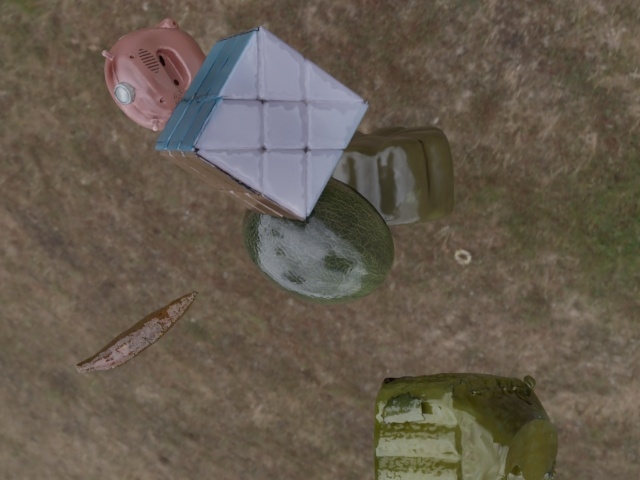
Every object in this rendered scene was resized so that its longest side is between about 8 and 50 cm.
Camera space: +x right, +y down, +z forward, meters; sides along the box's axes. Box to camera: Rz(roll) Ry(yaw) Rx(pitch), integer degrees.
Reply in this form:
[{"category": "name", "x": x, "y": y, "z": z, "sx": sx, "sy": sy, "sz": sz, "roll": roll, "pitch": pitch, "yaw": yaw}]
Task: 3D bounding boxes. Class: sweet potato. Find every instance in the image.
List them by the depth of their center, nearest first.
[{"category": "sweet potato", "x": -0.397, "y": 0.214, "z": 1.919, "sx": 0.072, "sy": 0.314, "sz": 0.066, "roll": 56, "pitch": 178, "yaw": 30}]

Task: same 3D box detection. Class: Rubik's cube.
[{"category": "Rubik's cube", "x": -0.099, "y": -0.185, "z": 1.391, "sx": 0.221, "sy": 0.231, "sz": 0.224, "roll": 32, "pitch": 172, "yaw": -24}]

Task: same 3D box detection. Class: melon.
[{"category": "melon", "x": 0.000, "y": 0.000, "z": 1.647, "sx": 0.301, "sy": 0.238, "sz": 0.237, "roll": 26, "pitch": 141, "yaw": -18}]

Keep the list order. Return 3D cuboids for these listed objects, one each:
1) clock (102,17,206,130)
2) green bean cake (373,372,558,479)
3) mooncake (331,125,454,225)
[{"category": "clock", "x": -0.356, "y": -0.358, "z": 1.886, "sx": 0.142, "sy": 0.241, "sz": 0.227, "roll": -27, "pitch": 100, "yaw": 36}, {"category": "green bean cake", "x": 0.238, "y": 0.339, "z": 1.287, "sx": 0.202, "sy": 0.309, "sz": 0.285, "roll": -11, "pitch": 80, "yaw": 41}, {"category": "mooncake", "x": 0.123, "y": -0.156, "z": 1.982, "sx": 0.378, "sy": 0.378, "sz": 0.201, "roll": 4, "pitch": 102, "yaw": 28}]
